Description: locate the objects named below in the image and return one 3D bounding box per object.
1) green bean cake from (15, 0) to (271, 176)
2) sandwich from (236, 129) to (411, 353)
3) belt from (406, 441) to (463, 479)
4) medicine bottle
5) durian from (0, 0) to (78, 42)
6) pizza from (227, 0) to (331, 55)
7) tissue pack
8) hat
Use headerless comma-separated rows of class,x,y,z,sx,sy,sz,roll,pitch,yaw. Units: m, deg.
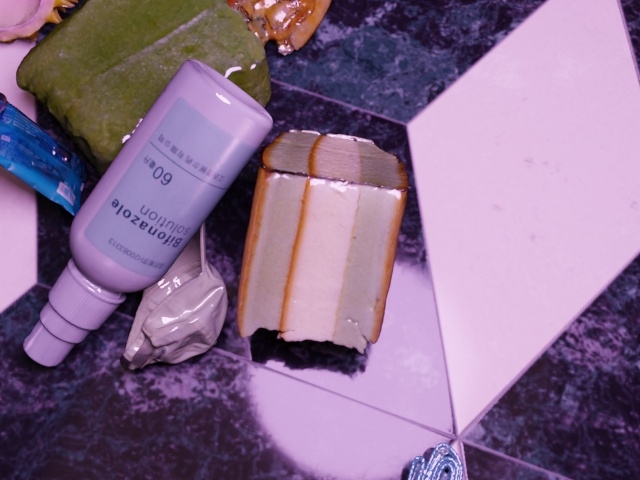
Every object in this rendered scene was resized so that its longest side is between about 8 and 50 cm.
green bean cake,-0.204,-0.193,0.912,0.248,0.125,0.222,-38,75,-14
sandwich,0.001,0.000,0.862,0.155,0.227,0.199,9,108,1
belt,0.107,0.295,0.788,0.100,0.065,0.179,22,74,17
medicine bottle,-0.192,-0.014,0.813,0.110,0.110,0.352,40,101,11
durian,-0.336,-0.359,0.949,0.304,0.186,0.196,-2,41,17
pizza,-0.081,-0.334,0.986,0.226,0.069,0.147,44,79,12
tissue pack,-0.307,-0.092,0.865,0.027,0.138,0.085,-22,50,26
hat,-0.154,0.058,0.865,0.122,0.081,0.166,-25,51,32
